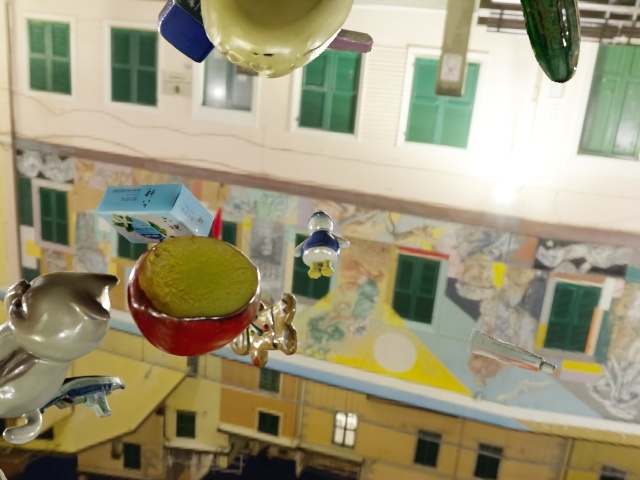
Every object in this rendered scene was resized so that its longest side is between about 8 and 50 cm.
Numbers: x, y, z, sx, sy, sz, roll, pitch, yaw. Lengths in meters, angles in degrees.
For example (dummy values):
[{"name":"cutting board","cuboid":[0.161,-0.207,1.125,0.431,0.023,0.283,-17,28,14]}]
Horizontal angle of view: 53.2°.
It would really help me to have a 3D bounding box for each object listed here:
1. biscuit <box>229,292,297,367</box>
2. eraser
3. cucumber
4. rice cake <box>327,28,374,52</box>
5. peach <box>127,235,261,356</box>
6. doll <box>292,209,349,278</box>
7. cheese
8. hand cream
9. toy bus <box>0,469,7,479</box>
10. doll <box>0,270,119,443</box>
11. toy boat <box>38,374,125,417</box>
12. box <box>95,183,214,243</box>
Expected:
[{"name":"biscuit","cuboid":[-0.175,0.265,1.847,0.049,0.197,0.301,11,158,-41]},{"name":"eraser","cuboid":[-0.238,-0.563,1.445,0.155,0.332,0.102,34,-138,-24]},{"name":"cucumber","cuboid":[0.459,-0.419,1.230,0.115,0.244,0.063,-31,-152,-9]},{"name":"rice cake","cuboid":[0.007,-0.407,1.263,0.206,0.036,0.047,9,176,-13]},{"name":"peach","cuboid":[-0.274,0.126,1.338,0.274,0.245,0.248,-4,-154,-41]},{"name":"doll","cuboid":[0.000,0.000,1.074,0.098,0.058,0.143,-12,-134,10]},{"name":"cheese","cuboid":[-0.085,-0.398,1.092,0.259,0.128,0.316,13,-124,6]},{"name":"hand cream","cuboid":[0.471,0.284,1.584,0.216,0.038,0.052,18,-124,31]},{"name":"toy bus","cuboid":[-0.592,0.474,1.114,0.106,0.092,0.268,-45,-137,-18]},{"name":"doll","cuboid":[-0.600,0.215,1.341,0.226,0.370,0.215,34,-170,-17]},{"name":"toy boat","cuboid":[-0.689,0.462,1.859,0.262,0.114,0.115,6,-122,-40]},{"name":"box","cuboid":[-0.385,-0.060,1.492,0.232,0.083,0.142,2,150,28]}]
